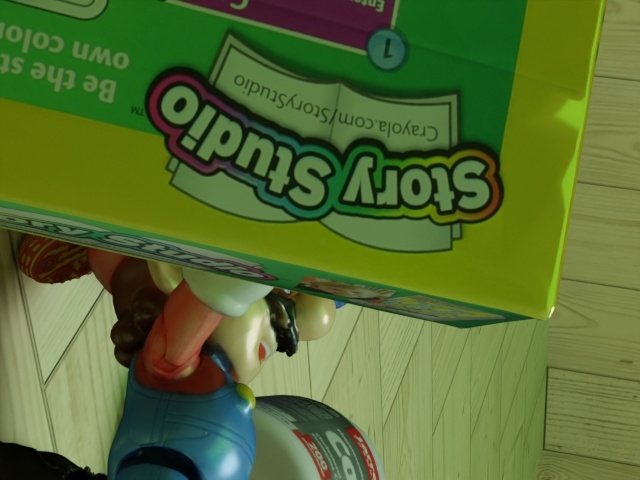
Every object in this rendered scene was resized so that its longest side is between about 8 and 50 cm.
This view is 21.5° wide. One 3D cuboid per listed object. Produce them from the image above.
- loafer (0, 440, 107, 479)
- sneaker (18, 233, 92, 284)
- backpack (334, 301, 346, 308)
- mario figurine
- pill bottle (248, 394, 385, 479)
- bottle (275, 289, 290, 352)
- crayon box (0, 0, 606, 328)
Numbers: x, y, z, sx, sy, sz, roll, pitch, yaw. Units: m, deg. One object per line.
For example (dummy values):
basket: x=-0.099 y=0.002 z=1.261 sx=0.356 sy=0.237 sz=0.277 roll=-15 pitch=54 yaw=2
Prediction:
loafer: x=-0.157 y=0.176 z=1.033 sx=0.220 sy=0.078 sz=0.080 roll=52 pitch=48 yaw=-69
sneaker: x=-0.136 y=-0.034 z=1.057 sx=0.175 sy=0.067 sz=0.064 roll=-47 pitch=165 yaw=-41
backpack: x=0.000 y=0.000 z=1.499 sx=0.101 sy=0.098 sz=0.120 roll=-35 pitch=144 yaw=-42
mario figurine: x=-0.049 y=0.095 z=0.946 sx=0.170 sy=0.198 sz=0.321 roll=26 pitch=59 yaw=-32
pill bottle: x=-0.042 y=0.201 z=1.316 sx=0.283 sy=0.161 sz=0.161 roll=14 pitch=85 yaw=-75
bottle: x=-0.072 y=0.018 z=1.235 sx=0.283 sy=0.092 sz=0.118 roll=58 pitch=41 yaw=-67
crayon box: x=-0.056 y=-0.151 z=0.707 sx=0.106 sy=0.362 sz=0.313 roll=171 pitch=-69 yaw=-71
